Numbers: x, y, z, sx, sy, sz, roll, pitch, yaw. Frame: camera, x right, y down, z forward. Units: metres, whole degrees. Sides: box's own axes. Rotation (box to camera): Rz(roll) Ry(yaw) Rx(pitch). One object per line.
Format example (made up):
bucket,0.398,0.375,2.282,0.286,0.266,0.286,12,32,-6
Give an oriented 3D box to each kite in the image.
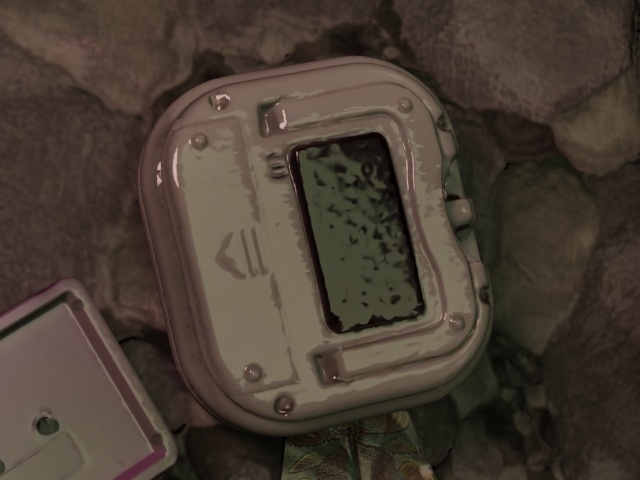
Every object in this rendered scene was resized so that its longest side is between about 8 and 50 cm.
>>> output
kite,0.021,0.104,1.226,0.127,0.016,0.229,-2,83,-23

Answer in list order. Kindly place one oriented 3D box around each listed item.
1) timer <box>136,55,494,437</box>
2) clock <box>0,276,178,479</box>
timer,0.000,0.000,1.180,0.237,0.087,0.262,-12,85,-16
clock,-0.211,0.135,1.084,0.197,0.063,0.150,-33,96,-26
